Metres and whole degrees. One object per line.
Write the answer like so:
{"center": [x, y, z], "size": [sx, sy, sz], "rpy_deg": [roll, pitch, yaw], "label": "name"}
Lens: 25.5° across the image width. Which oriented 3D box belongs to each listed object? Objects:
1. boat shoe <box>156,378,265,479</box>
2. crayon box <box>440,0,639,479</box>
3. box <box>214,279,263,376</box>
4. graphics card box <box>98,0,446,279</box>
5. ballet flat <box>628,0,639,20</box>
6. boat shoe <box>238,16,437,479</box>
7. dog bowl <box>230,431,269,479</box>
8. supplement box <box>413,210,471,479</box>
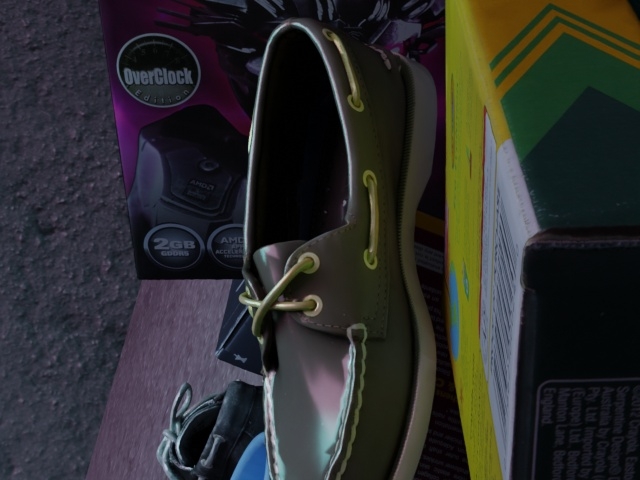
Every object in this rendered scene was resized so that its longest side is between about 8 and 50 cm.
{"center": [-0.096, 0.192, 1.316], "size": [0.306, 0.105, 0.113], "rpy_deg": [143, 146, -68], "label": "boat shoe"}
{"center": [0.103, 0.006, 0.628], "size": [0.318, 0.081, 0.202], "rpy_deg": [-92, 0, -60], "label": "crayon box"}
{"center": [0.000, 0.000, 1.199], "size": [0.153, 0.108, 0.207], "rpy_deg": [127, 159, -53], "label": "box"}
{"center": [-0.026, -0.141, 0.942], "size": [0.094, 0.232, 0.371], "rpy_deg": [-87, -3, -52], "label": "graphics card box"}
{"center": [0.177, -0.066, 0.610], "size": [0.203, 0.074, 0.074], "rpy_deg": [-91, 24, -62], "label": "ballet flat"}
{"center": [0.000, 0.017, 0.771], "size": [0.109, 0.091, 0.305], "rpy_deg": [-24, 52, 43], "label": "boat shoe"}
{"center": [-0.051, 0.279, 1.053], "size": [0.166, 0.074, 0.297], "rpy_deg": [151, 138, -72], "label": "dog bowl"}
{"center": [0.048, 0.083, 0.857], "size": [0.081, 0.104, 0.188], "rpy_deg": [158, 131, -74], "label": "supplement box"}
